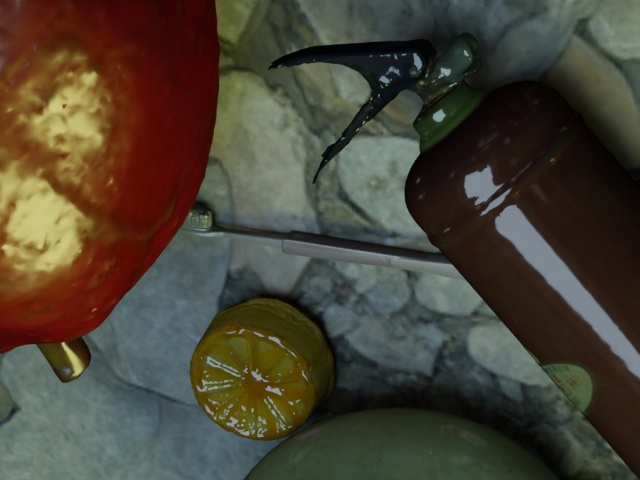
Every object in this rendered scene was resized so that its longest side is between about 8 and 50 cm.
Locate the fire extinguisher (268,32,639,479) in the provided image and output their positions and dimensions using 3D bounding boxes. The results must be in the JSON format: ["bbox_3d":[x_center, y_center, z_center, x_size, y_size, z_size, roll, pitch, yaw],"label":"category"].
[{"bbox_3d":[0.114,0.014,0.971,0.344,0.102,0.138,48,123,-5],"label":"fire extinguisher"}]

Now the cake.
[{"bbox_3d":[-0.035,0.075,1.092,0.084,0.044,0.084,9,118,17],"label":"cake"}]

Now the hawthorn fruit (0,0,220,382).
[{"bbox_3d":[-0.171,-0.068,0.959,0.265,0.265,0.307,-5,120,23],"label":"hawthorn fruit"}]

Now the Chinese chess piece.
[{"bbox_3d":[0.047,0.198,1.068,0.237,0.092,0.238,7,126,10],"label":"Chinese chess piece"}]

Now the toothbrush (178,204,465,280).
[{"bbox_3d":[0.000,0.002,1.062,0.194,0.014,0.017,11,117,17],"label":"toothbrush"}]
